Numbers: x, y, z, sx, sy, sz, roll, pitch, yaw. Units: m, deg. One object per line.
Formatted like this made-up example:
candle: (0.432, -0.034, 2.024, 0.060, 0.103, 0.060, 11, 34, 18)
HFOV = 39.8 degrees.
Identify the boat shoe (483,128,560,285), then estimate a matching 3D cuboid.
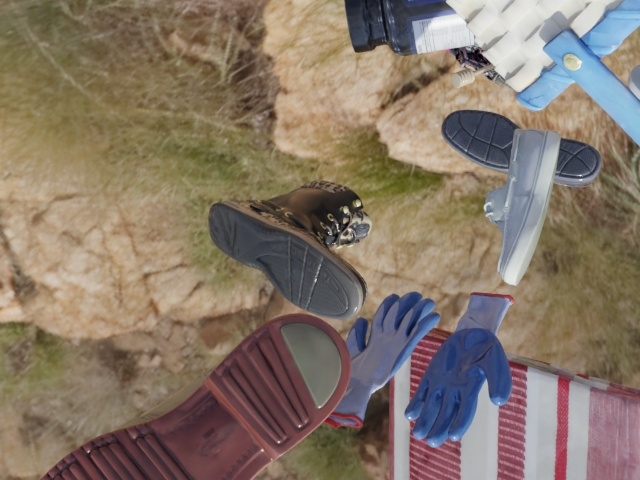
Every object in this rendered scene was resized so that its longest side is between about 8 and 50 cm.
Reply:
boat shoe: (0.267, -0.050, 1.208, 0.081, 0.079, 0.227, 13, 73, 18)

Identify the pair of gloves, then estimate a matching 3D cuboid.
pair of gloves: (0.092, 0.110, 0.797, 0.198, 0.159, 0.023, 0, 140, 45)

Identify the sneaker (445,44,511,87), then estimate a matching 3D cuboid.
sneaker: (0.360, -0.396, 1.912, 0.112, 0.299, 0.120, -10, 119, -14)

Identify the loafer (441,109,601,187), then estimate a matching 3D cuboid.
loafer: (0.374, -0.161, 1.673, 0.303, 0.095, 0.109, 19, 77, 17)

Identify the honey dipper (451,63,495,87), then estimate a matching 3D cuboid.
honey dipper: (0.322, -0.331, 1.712, 0.030, 0.161, 0.030, 41, 143, 41)

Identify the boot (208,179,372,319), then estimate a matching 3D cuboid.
boot: (0.000, 0.000, 1.724, 0.377, 0.284, 0.138, 27, 122, 33)

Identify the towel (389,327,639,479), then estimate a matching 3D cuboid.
towel: (0.174, 0.218, 0.818, 0.037, 0.329, 0.237, -5, 99, -33)

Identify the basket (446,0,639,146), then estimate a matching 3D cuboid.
basket: (0.238, -0.185, 0.638, 0.289, 0.254, 0.201, 40, 149, -8)

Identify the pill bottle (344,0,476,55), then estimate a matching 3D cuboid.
pill bottle: (0.145, -0.305, 1.136, 0.219, 0.123, 0.122, -7, 113, 10)

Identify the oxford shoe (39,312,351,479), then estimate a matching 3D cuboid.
oxford shoe: (-0.121, 0.196, 0.768, 0.348, 0.130, 0.123, -33, 85, -8)

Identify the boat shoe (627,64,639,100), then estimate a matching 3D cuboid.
boat shoe: (0.783, -0.261, 1.890, 0.306, 0.113, 0.105, 31, 155, 7)
